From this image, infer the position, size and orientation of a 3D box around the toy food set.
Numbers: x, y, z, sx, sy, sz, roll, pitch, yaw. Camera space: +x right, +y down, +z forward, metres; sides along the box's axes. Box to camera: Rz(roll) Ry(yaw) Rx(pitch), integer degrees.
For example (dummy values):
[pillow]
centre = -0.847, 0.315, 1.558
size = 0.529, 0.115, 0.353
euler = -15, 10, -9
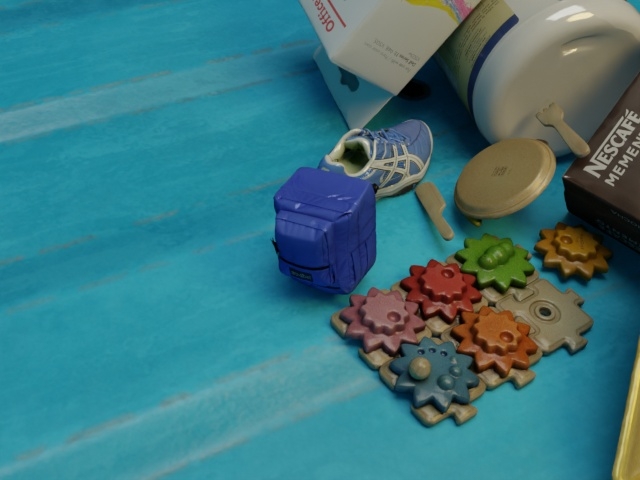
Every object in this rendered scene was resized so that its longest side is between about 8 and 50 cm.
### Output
[toy food set]
centre = 0.211, -0.069, 1.013
size = 0.192, 0.038, 0.132
euler = -32, 35, 11

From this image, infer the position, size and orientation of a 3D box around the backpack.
[backpack]
centre = 0.000, 0.000, 0.908
size = 0.098, 0.120, 0.101
euler = 20, 50, 27

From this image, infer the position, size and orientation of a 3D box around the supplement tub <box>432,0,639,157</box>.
[supplement tub]
centre = 0.253, -0.281, 1.148
size = 0.228, 0.228, 0.316
euler = -8, 46, -15

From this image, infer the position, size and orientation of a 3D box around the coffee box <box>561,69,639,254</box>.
[coffee box]
centre = 0.425, -0.126, 0.986
size = 0.168, 0.119, 0.297
euler = 36, 87, 25

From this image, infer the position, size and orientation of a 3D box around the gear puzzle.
[gear puzzle]
centre = 0.191, 0.058, 0.925
size = 0.339, 0.044, 0.175
euler = -24, 52, -28

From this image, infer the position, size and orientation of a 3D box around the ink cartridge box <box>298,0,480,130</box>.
[ink cartridge box]
centre = 0.085, -0.329, 1.089
size = 0.119, 0.353, 0.207
euler = 21, 32, -38

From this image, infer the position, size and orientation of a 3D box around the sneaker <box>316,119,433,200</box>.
[sneaker]
centre = 0.068, -0.095, 1.040
size = 0.080, 0.081, 0.211
euler = 30, 47, 24

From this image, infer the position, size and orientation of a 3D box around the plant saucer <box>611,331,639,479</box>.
[plant saucer]
centre = 0.449, 0.120, 0.803
size = 0.333, 0.081, 0.332
euler = 15, 71, 9
